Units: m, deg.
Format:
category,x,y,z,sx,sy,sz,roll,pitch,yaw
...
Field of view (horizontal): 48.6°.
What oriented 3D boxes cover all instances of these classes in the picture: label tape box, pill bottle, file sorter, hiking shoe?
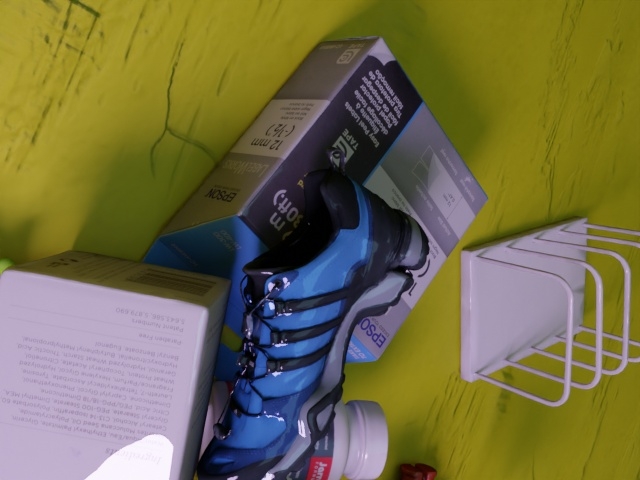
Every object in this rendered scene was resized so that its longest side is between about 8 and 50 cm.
category,x,y,z,sx,sy,sz,roll,pitch,yaw
label tape box,0.000,0.000,0.742,0.347,0.115,0.249,-54,126,-18
pill bottle,-0.028,0.202,0.730,0.180,0.108,0.107,6,96,-16
file sorter,0.355,0.092,1.004,0.278,0.173,0.192,-13,107,-35
hiking shoe,-0.035,0.076,0.620,0.132,0.113,0.304,38,75,-28

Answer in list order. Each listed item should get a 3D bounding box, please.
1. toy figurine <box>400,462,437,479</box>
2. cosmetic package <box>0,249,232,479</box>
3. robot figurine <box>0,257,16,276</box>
category,x,y,z,sx,sy,sz,roll,pitch,yaw
toy figurine,0.161,0.384,0.873,0.213,0.210,0.148,8,90,-72
cosmetic package,-0.168,0.115,0.573,0.152,0.151,0.183,11,93,-1
robot figurine,-0.285,0.052,0.555,0.101,0.067,0.115,-52,127,-33
